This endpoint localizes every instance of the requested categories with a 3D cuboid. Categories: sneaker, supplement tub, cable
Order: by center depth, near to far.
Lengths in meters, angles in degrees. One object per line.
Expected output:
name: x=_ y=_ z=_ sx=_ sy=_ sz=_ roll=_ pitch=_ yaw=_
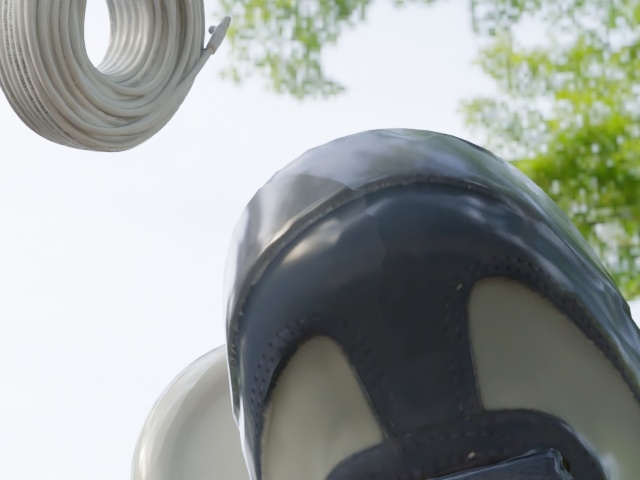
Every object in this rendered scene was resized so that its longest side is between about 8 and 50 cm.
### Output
sneaker: x=0.060 y=0.130 z=0.405 sx=0.112 sy=0.131 sz=0.319 roll=-19 pitch=-71 yaw=5
supplement tub: x=-0.038 y=0.213 z=1.255 sx=0.207 sy=0.207 sz=0.338 roll=5 pitch=-23 yaw=-6
cable: x=-0.215 y=-0.215 z=1.667 sx=0.089 sy=0.257 sz=0.257 roll=5 pitch=-34 yaw=36
